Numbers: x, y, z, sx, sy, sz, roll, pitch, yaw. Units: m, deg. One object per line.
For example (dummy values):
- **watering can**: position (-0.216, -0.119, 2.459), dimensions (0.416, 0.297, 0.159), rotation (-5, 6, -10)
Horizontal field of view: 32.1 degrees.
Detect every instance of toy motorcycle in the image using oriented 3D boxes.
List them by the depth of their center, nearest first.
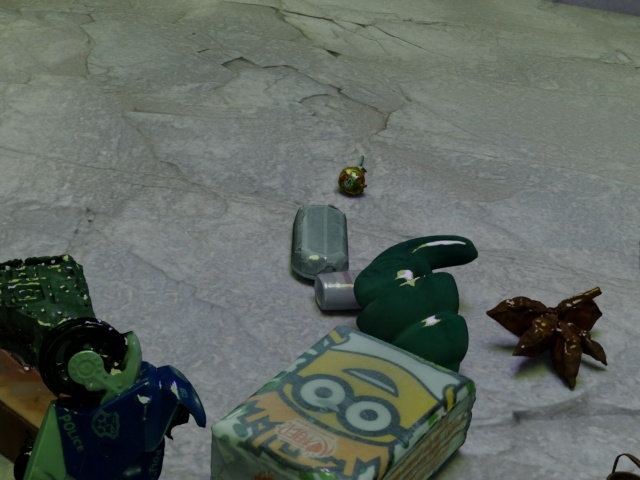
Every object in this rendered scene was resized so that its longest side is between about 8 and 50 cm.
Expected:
- **toy motorcycle**: position (-0.239, 0.249, 1.246), dimensions (0.196, 0.331, 0.125), rotation (10, 12, -16)

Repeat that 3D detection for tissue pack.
- **tissue pack**: position (0.033, 0.256, 1.478), dimensions (0.228, 0.128, 0.311), rotation (21, 32, 28)

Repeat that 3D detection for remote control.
- **remote control**: position (0.000, 0.000, 2.006), dimensions (0.104, 0.052, 0.247), rotation (5, 27, -4)

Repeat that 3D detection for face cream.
- **face cream**: position (0.092, 0.080, 1.872), dimensions (0.198, 0.057, 0.084), rotation (-5, 36, -17)

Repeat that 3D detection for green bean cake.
- **green bean cake**: position (-0.437, 0.114, 1.672), dimensions (0.193, 0.107, 0.208), rotation (-5, 32, -20)

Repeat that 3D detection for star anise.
- **star anise**: position (0.367, 0.137, 1.785), dimensions (0.196, 0.111, 0.212), rotation (11, 36, 23)

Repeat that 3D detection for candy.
- **candy**: position (0.075, -0.144, 2.286), dimensions (0.060, 0.060, 0.201), rotation (9, 22, 6)

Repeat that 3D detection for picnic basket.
- **picnic basket**: position (0.412, 0.323, 1.473), dimensions (0.072, 0.083, 0.072), rotation (4, 29, -2)

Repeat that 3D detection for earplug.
- **earplug**: position (0.158, 0.104, 1.748), dimensions (0.257, 0.164, 0.280), rotation (19, 43, -51)

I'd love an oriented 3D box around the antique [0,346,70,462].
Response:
- **antique**: position (-0.368, 0.243, 1.474), dimensions (0.310, 0.087, 0.093), rotation (25, 33, 32)
